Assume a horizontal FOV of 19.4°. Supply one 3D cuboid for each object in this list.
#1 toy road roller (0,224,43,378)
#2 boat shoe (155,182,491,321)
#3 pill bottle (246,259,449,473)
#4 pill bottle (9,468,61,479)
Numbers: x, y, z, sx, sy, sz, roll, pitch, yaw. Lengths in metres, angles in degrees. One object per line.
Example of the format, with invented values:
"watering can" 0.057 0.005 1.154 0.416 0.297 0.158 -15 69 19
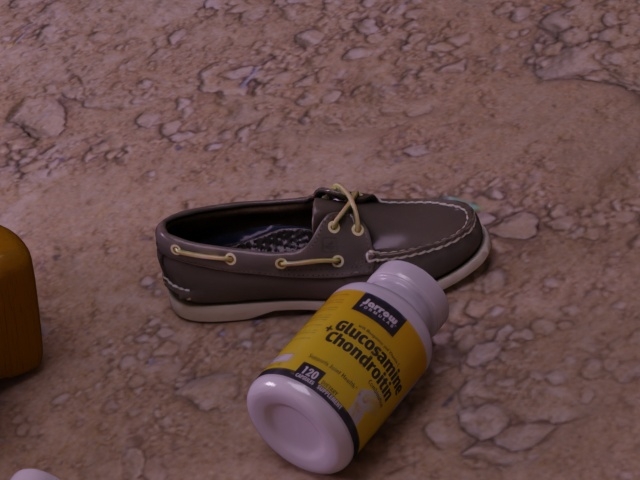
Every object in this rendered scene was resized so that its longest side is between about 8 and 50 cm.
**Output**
"toy road roller" -0.399 0.054 1.699 0.241 0.202 0.329 -19 40 -25
"boat shoe" 0.000 0.003 1.704 0.305 0.091 0.109 -8 37 9
"pill bottle" 0.029 0.100 1.558 0.103 0.103 0.184 15 46 34
"pill bottle" -0.249 0.251 1.479 0.078 0.078 0.137 6 42 25
